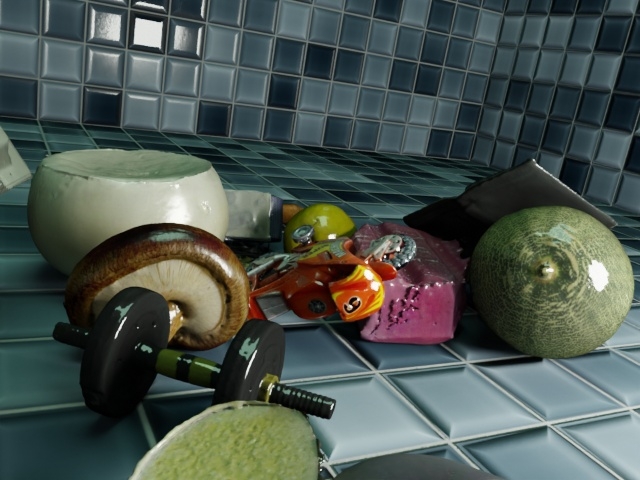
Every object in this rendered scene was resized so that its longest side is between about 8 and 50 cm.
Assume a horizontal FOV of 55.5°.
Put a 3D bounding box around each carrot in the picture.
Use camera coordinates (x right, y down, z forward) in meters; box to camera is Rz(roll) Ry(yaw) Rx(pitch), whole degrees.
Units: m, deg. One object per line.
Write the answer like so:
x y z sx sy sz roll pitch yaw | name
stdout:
-0.095 -0.067 1.557 0.059 0.059 0.248 20 16 32 | carrot

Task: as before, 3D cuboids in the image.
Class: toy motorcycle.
-0.004 0.057 0.917 0.298 0.089 0.171 -11 39 23 | toy motorcycle

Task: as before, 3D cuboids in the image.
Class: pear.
0.000 0.000 1.205 0.149 0.148 0.162 14 10 16 | pear

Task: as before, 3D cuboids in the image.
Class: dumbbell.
-0.142 0.137 0.654 0.326 0.143 0.143 13 16 12 | dumbbell

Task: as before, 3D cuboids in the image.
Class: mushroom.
-0.208 0.060 0.800 0.232 0.194 0.138 14 13 -25 | mushroom

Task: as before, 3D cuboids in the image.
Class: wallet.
0.334 -0.035 1.129 0.247 0.041 0.323 26 -31 -27 | wallet

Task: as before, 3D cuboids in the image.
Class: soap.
0.148 0.063 1.087 0.221 0.127 0.325 4 21 -7 | soap

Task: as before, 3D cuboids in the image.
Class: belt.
-0.194 -0.040 1.282 0.231 0.126 0.140 5 -7 -13 | belt

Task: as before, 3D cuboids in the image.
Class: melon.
0.373 0.068 0.994 0.249 0.248 0.329 17 1 26 | melon

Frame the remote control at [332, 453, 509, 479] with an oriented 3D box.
0.147 0.263 0.461 0.332 0.103 0.221 13 14 18 | remote control

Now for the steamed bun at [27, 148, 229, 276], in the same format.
-0.318 -0.035 1.027 0.325 0.206 0.324 5 17 -2 | steamed bun

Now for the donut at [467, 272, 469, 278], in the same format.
0.411 0.036 1.383 0.227 0.113 0.226 7 17 -2 | donut

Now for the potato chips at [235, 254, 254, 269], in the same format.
-0.163 0.058 1.127 0.220 0.029 0.202 10 13 7 | potato chips

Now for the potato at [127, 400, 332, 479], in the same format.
-0.069 0.220 0.486 0.164 0.080 0.200 -2 28 11 | potato

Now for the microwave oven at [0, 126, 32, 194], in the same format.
-0.582 -0.067 0.682 0.375 0.236 0.432 -28 18 4 | microwave oven
